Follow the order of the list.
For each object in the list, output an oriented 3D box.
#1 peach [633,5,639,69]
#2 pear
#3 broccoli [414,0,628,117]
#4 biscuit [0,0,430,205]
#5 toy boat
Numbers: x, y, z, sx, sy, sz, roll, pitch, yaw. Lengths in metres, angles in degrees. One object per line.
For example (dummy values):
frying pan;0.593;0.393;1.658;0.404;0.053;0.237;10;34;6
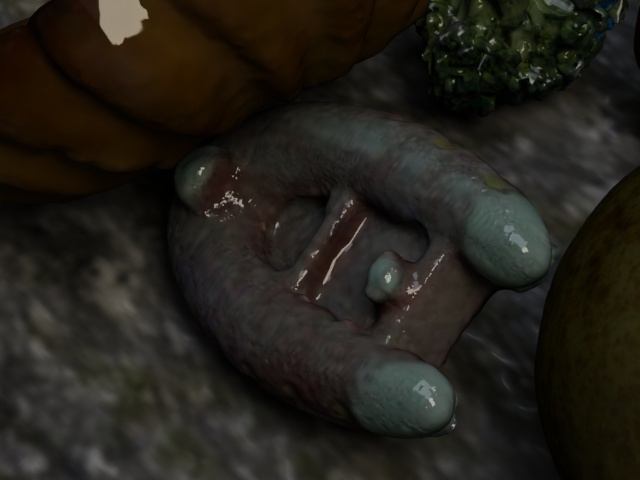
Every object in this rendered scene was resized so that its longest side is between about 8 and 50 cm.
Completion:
peach;0.295;-0.117;0.704;0.244;0.199;0.243;-6;51;8
pear;0.192;0.058;0.546;0.188;0.228;0.211;39;56;-15
broccoli;0.108;-0.162;0.771;0.167;0.160;0.154;-36;30;-15
biscuit;-0.064;-0.114;0.674;0.326;0.326;0.107;-32;101;-25
toy boat;0.000;0.000;0.621;0.227;0.085;0.155;30;88;46
